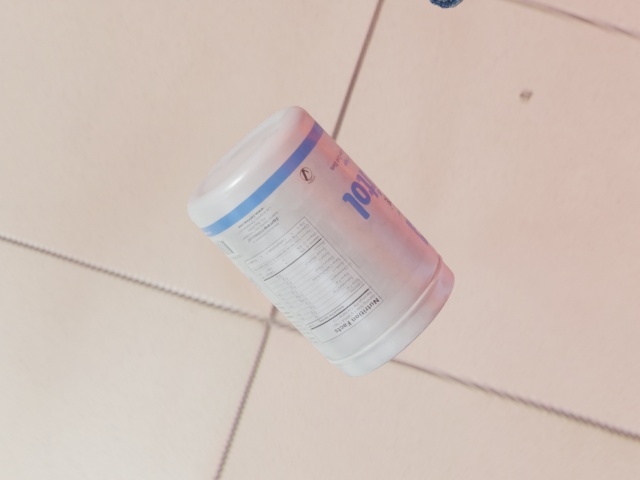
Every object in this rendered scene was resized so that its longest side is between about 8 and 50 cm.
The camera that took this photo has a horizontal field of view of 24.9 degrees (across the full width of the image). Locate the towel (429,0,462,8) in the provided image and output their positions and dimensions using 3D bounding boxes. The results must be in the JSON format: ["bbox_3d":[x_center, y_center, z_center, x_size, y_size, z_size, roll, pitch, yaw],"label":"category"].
[{"bbox_3d":[0.098,-0.209,0.930,0.029,0.067,0.119,23,62,-11],"label":"towel"}]

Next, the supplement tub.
[{"bbox_3d":[0.000,0.000,0.641,0.107,0.071,0.071,46,78,-13],"label":"supplement tub"}]
